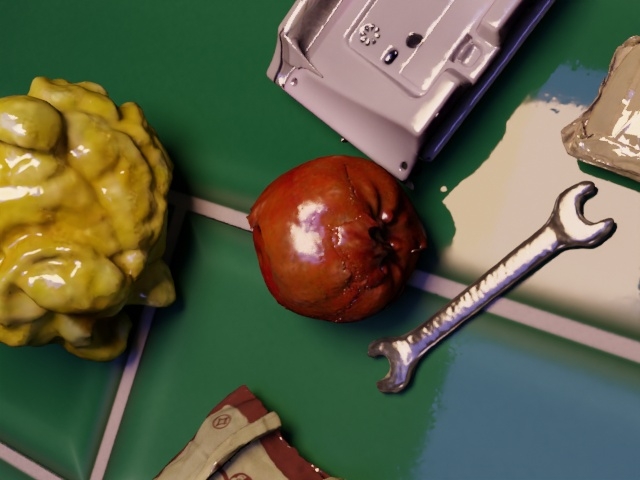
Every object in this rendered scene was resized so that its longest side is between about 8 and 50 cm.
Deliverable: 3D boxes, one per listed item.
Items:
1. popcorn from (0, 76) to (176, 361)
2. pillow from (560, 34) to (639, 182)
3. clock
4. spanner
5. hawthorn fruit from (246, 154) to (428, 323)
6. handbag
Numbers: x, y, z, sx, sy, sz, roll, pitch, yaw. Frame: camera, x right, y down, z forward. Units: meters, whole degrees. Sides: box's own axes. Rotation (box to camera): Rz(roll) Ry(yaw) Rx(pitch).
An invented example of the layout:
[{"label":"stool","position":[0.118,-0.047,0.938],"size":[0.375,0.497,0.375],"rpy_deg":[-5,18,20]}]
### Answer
[{"label":"popcorn","position":[-0.250,-0.021,0.763],"size":[0.250,0.242,0.235],"rpy_deg":[-52,49,24]},{"label":"pillow","position":[0.298,-0.081,0.599],"size":[0.208,0.053,0.119],"rpy_deg":[29,93,25]},{"label":"clock","position":[0.083,-0.196,0.705],"size":[0.186,0.083,0.253],"rpy_deg":[41,101,24]},{"label":"spanner","position":[0.137,0.044,0.682],"size":[0.254,0.015,0.054],"rpy_deg":[-41,68,16]},{"label":"hawthorn fruit","position":[0.000,0.000,0.693],"size":[0.172,0.148,0.148],"rpy_deg":[-1,82,49]},{"label":"handbag","position":[-0.086,0.265,0.684],"size":[0.213,0.127,0.235],"rpy_deg":[39,78,27]}]
